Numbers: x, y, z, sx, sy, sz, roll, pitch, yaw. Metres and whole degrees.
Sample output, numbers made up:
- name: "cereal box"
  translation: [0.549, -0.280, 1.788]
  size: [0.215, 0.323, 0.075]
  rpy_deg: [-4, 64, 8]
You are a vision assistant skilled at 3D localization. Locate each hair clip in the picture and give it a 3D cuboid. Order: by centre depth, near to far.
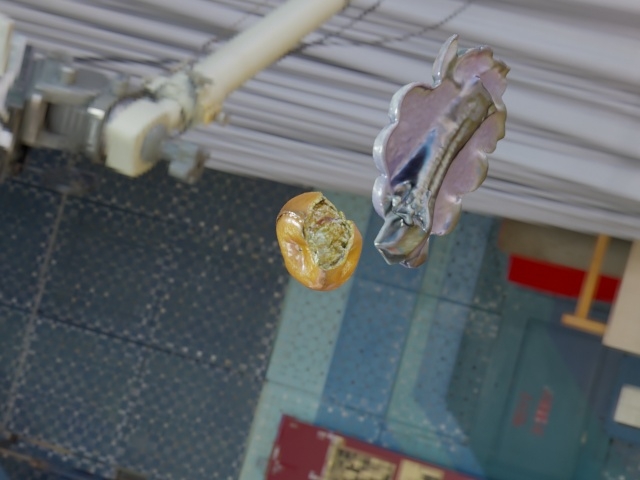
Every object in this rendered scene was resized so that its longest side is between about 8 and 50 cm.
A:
- name: "hair clip"
  translation: [0.095, -0.069, 0.888]
  size: [0.195, 0.052, 0.124]
  rpy_deg: [-59, -42, -20]

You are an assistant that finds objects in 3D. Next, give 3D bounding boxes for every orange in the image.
- name: "orange"
  translation: [0.000, 0.000, 1.000]
  size: [0.062, 0.086, 0.086]
  rpy_deg: [-26, -41, -34]
